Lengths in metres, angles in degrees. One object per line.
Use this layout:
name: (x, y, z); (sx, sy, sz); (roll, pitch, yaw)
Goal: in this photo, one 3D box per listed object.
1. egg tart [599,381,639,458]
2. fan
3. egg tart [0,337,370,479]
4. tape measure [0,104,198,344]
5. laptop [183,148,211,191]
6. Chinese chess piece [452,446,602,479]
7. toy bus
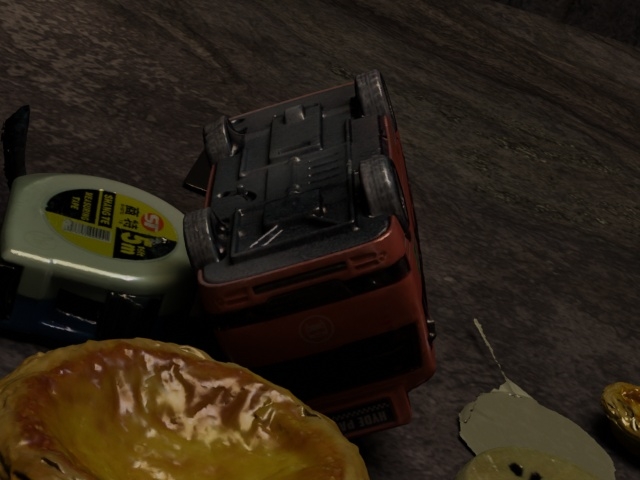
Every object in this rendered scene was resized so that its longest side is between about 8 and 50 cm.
egg tart: (0.357, 0.199, 1.585); (0.130, 0.052, 0.130); (18, 25, -9)
fan: (0.206, 0.174, 1.553); (0.182, 0.010, 0.310); (14, 28, -20)
egg tart: (-0.117, 0.191, 1.098); (0.318, 0.128, 0.319); (18, 22, -8)
tape measure: (-0.227, -0.015, 1.457); (0.215, 0.098, 0.351); (15, 28, -13)
laptop: (-0.063, -0.055, 1.796); (0.197, 0.016, 0.135); (22, 25, 1)
Chinese chess piece: (0.194, 0.259, 1.282); (0.188, 0.083, 0.188); (18, 27, -10)
toy bus: (0.000, 0.000, 1.457); (0.203, 0.233, 0.427); (-16, 24, 8)
